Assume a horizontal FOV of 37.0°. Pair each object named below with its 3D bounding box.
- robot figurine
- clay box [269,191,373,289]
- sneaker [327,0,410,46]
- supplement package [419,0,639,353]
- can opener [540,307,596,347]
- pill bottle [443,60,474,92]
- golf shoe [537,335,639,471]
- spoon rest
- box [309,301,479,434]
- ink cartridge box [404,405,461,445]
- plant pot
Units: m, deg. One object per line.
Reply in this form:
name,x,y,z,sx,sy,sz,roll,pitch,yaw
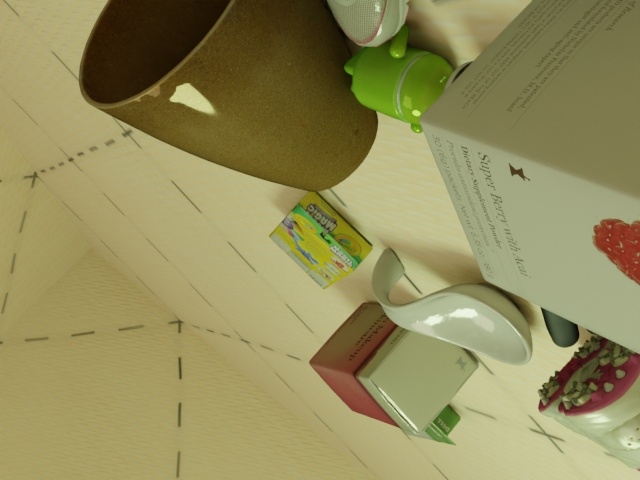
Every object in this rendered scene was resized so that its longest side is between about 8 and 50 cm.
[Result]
robot figurine,0.076,-0.146,0.883,0.115,0.067,0.101,28,149,42
clay box,0.000,0.000,1.446,0.127,0.053,0.222,44,162,-2
sneaker,-0.018,-0.249,0.767,0.103,0.111,0.252,22,154,51
supplement package,0.242,-0.032,0.587,0.293,0.175,0.177,27,156,43
can opener,0.228,-0.001,0.919,0.093,0.074,0.280,-104,-11,-46
pill bottle,0.161,-0.109,0.782,0.116,0.065,0.065,24,155,49
golf shoe,0.305,0.176,0.972,0.140,0.115,0.306,44,-176,6
spoon rest,0.161,0.091,1.243,0.276,0.084,0.137,24,155,50
box,0.109,0.194,1.503,0.127,0.148,0.232,49,162,-15
ink cartridge box,0.185,0.311,1.768,0.109,0.062,0.209,46,163,-9
plant pot,-0.065,-0.161,0.952,0.254,0.237,0.237,38,170,-38
